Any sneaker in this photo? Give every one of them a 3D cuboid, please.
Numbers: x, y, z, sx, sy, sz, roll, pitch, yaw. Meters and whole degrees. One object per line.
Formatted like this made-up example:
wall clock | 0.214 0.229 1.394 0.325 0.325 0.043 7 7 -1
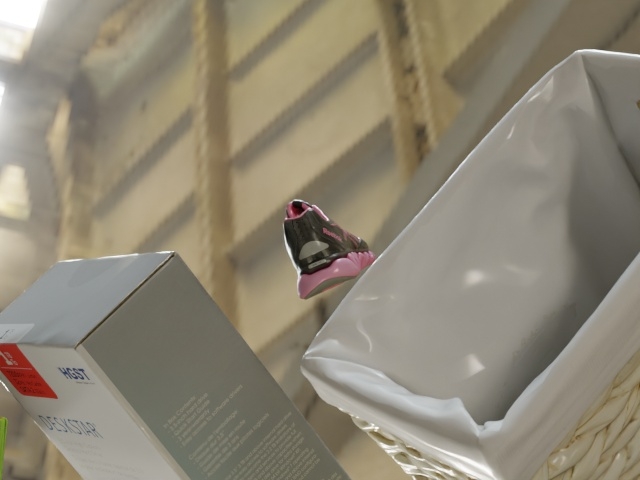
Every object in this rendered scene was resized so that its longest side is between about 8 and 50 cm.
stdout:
sneaker | 0.000 0.000 0.942 0.057 0.047 0.119 61 4 0

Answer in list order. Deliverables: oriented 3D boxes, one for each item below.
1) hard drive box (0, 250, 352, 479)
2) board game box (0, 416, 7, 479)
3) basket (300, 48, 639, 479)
hard drive box | -0.093 0.123 1.003 0.089 0.232 0.181 -45 -161 -26
board game box | -0.286 0.214 1.146 0.043 0.092 0.181 -28 -126 49
basket | 0.097 0.028 0.556 0.167 0.103 0.113 -49 -147 -15
